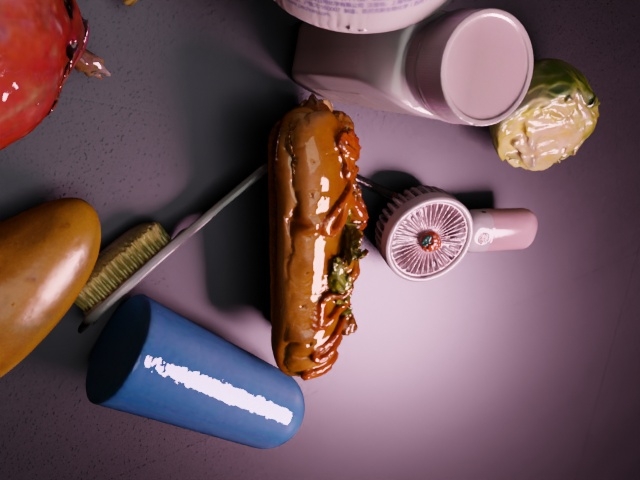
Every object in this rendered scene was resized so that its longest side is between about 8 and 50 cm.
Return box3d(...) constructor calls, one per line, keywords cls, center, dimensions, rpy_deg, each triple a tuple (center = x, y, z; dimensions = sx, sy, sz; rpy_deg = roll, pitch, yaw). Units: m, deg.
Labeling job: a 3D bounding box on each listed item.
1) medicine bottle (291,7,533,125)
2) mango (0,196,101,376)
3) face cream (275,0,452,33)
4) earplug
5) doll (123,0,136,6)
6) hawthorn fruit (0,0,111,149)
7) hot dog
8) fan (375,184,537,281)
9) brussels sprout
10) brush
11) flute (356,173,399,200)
box3d(cls="medicine bottle", center=(0.089, -0.192, 0.754), dimensions=(0.161, 0.296, 0.111), rpy_deg=(5, 103, -25))
box3d(cls="mango", center=(-0.337, 0.050, 0.731), dimensions=(0.253, 0.113, 0.138), rpy_deg=(-47, 108, -9))
box3d(cls="face cream", center=(0.039, -0.285, 0.623), dimensions=(0.206, 0.206, 0.111), rpy_deg=(-28, 150, -15))
box3d(cls="earplug", center=(-0.134, 0.180, 0.862), dimensions=(0.273, 0.132, 0.132), rpy_deg=(31, 90, -33))
box3d(cls="doll", center=(-0.250, -0.319, 0.680), dimensions=(0.207, 0.081, 0.129), rpy_deg=(38, 58, -27))
box3d(cls="hawthorn fruit", center=(-0.323, -0.183, 0.598), dimensions=(0.308, 0.276, 0.275), rpy_deg=(-5, 109, -47))
box3d(cls="hot dog", center=(0.000, 0.000, 0.842), dimensions=(0.117, 0.158, 0.348), rpy_deg=(2, 108, 4))
box3d(cls="fan", center=(0.194, -0.013, 0.966), dimensions=(0.245, 0.074, 0.130), rpy_deg=(-3, 119, -19))
box3d(cls="brussels sprout", center=(0.297, -0.181, 0.959), dimensions=(0.149, 0.122, 0.151), rpy_deg=(16, 133, -23))
box3d(cls="brush", center=(-0.183, -0.010, 0.823), dimensions=(0.297, 0.068, 0.060), rpy_deg=(-42, 96, -13))
box3d(cls="flute", center=(0.103, -0.059, 0.961), dimensions=(0.270, 0.014, 0.014), rpy_deg=(22, 95, -29))
